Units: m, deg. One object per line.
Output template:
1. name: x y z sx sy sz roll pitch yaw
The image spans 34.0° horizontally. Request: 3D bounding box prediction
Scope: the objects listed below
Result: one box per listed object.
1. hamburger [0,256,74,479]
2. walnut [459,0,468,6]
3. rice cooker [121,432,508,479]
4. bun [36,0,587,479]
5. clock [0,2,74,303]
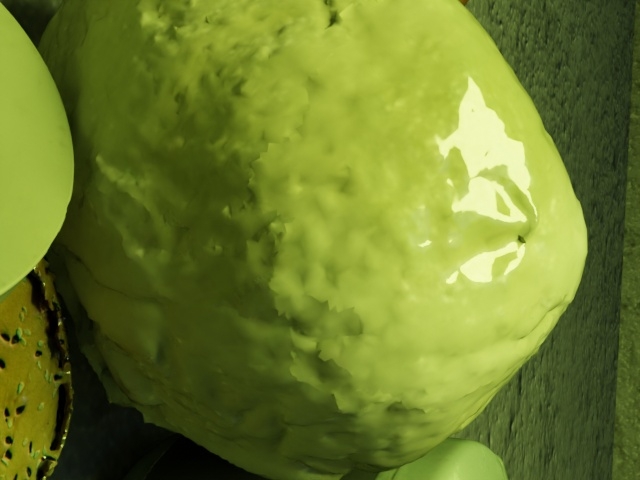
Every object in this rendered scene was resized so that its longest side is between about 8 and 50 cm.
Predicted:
1. hamburger: -0.193 0.068 0.481 0.177 0.113 0.185 26 64 -63
2. walnut: 0.033 -0.258 0.905 0.203 0.203 0.298 63 36 -41
3. rice cooker: 0.007 0.261 0.702 0.288 0.277 0.288 -2 90 -66
4. bun: -0.036 -0.007 0.587 0.227 0.352 0.349 -35 137 -23
5. clock: -0.209 -0.059 0.416 0.235 0.029 0.235 28 41 -27
